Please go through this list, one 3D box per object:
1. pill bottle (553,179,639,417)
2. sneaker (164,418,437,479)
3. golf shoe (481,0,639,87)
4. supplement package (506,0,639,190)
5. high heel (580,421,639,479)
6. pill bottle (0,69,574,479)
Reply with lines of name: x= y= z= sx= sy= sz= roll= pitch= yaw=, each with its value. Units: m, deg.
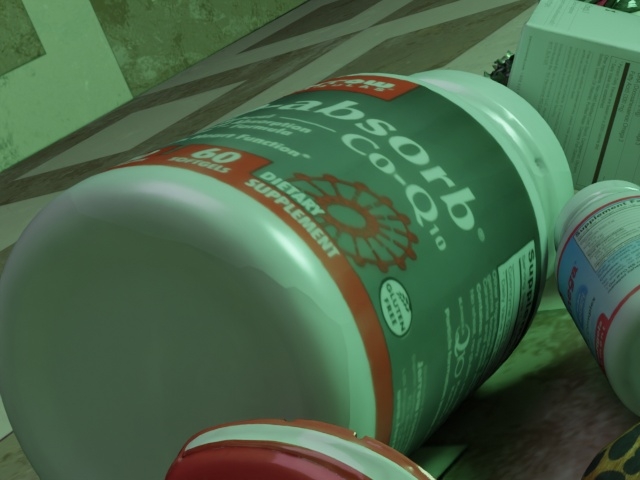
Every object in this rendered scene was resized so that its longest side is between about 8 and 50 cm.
pill bottle: x=0.175 y=0.026 z=0.770 sx=0.087 sy=0.087 sz=0.160 roll=-22 pitch=23 yaw=4
sneaker: x=0.007 y=0.148 z=0.528 sx=0.221 sy=0.087 sz=0.128 roll=14 pitch=38 yaw=30
golf shoe: x=0.206 y=-0.129 z=1.323 sx=0.273 sy=0.120 sz=0.105 roll=-41 pitch=5 yaw=44
supplement package: x=0.217 y=-0.088 z=0.969 sx=0.179 sy=0.105 sz=0.105 roll=16 pitch=24 yaw=9
high heel: x=0.220 y=0.055 z=0.551 sx=0.261 sy=0.093 sz=0.186 roll=-37 pitch=-6 yaw=32
pill bottle: x=0.005 y=0.020 z=0.817 sx=0.210 sy=0.210 sz=0.363 roll=-14 pitch=10 yaw=31
